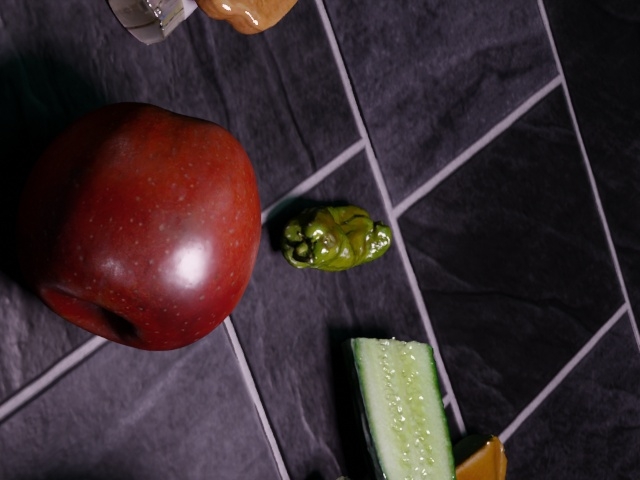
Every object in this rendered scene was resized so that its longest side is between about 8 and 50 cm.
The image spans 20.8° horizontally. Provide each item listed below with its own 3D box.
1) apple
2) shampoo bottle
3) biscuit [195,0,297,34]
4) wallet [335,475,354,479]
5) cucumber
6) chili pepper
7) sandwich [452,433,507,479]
[{"bbox_3d":[-0.158,-0.012,1.533,0.218,0.218,0.201,34,66,-44],"label":"apple"},{"bbox_3d":[-0.123,-0.289,1.713,0.086,0.056,0.227,56,49,-25],"label":"shampoo bottle"},{"bbox_3d":[-0.134,-0.347,1.651,0.334,0.047,0.202,54,50,-15],"label":"biscuit"},{"bbox_3d":[-0.012,0.411,1.769,0.309,0.077,0.223,-40,116,-32],"label":"wallet"},{"bbox_3d":[0.083,0.225,1.888,0.115,0.063,0.244,-3,77,-37],"label":"cucumber"},{"bbox_3d":[0.001,-0.003,1.835,0.204,0.073,0.072,-4,73,-61],"label":"chili pepper"},{"bbox_3d":[0.126,0.324,1.971,0.212,0.063,0.245,21,71,-46],"label":"sandwich"}]
